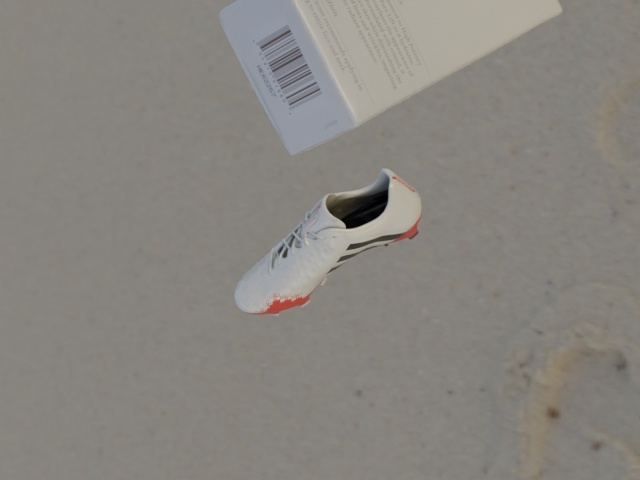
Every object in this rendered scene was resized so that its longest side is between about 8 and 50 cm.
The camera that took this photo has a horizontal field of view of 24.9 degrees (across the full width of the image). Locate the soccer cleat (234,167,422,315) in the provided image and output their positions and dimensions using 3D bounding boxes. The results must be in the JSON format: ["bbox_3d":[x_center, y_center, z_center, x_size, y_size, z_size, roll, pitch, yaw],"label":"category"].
[{"bbox_3d":[0.000,0.000,0.561,0.083,0.035,0.029,-28,53,7],"label":"soccer cleat"}]

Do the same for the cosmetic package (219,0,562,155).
[{"bbox_3d":[0.054,-0.161,1.023,0.085,0.231,0.117,-20,98,52],"label":"cosmetic package"}]
